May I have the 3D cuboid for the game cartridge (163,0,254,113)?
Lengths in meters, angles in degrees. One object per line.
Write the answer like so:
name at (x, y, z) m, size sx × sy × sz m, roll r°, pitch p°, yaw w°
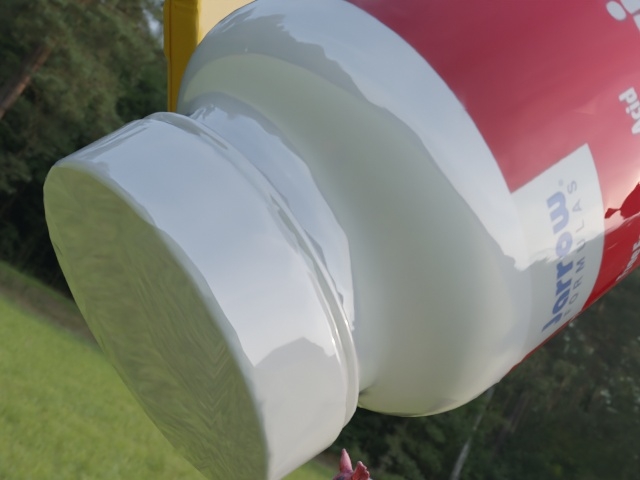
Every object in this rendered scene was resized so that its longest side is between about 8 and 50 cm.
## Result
game cartridge at (-0.086, -0.240, 1.018) m, size 0.053 × 0.285 × 0.323 m, roll 20°, pitch -46°, yaw 16°

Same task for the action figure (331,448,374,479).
action figure at (0.088, 0.461, 1.272) m, size 0.276 × 0.370 × 0.248 m, roll -4°, pitch 24°, yaw 6°

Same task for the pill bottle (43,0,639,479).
pill bottle at (0.073, -0.052, 0.498) m, size 0.229 × 0.408 × 0.229 m, roll 38°, pitch -34°, yaw 32°
